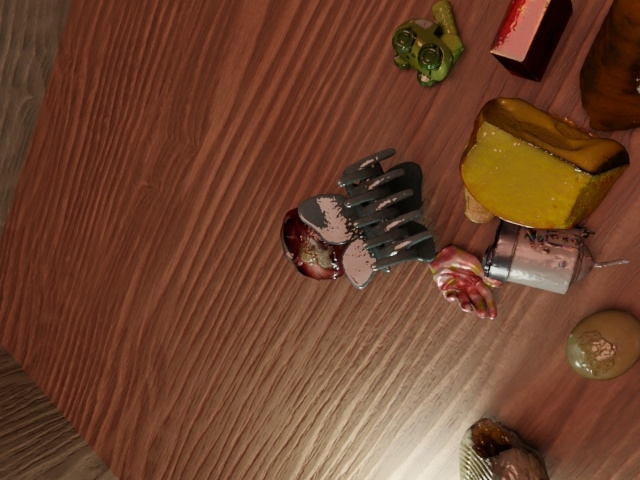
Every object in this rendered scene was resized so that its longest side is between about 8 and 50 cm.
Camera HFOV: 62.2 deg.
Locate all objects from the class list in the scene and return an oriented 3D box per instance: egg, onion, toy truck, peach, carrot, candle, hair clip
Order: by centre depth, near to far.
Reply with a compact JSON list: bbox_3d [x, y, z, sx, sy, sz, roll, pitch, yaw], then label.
[{"bbox_3d":[0.746,-0.430,1.200,0.242,0.340,0.241,-3,62,5],"label":"carrot"},{"bbox_3d":[0.542,-0.179,1.309,0.381,0.306,0.242,23,129,11],"label":"peach"},{"bbox_3d":[0.717,0.263,1.337,0.164,0.164,0.201,45,110,17],"label":"egg"},{"bbox_3d":[0.594,0.041,1.361,0.331,0.187,0.187,13,102,19],"label":"candle"},{"bbox_3d":[0.159,-0.061,1.454,0.393,0.238,0.318,-20,78,-4],"label":"hair clip"},{"bbox_3d":[0.315,-0.548,1.487,0.211,0.148,0.187,-32,77,3],"label":"toy truck"},{"bbox_3d":[0.000,0.000,1.710,0.272,0.195,0.271,34,142,31],"label":"onion"}]

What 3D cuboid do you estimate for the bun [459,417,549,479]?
[{"bbox_3d":[0.515,0.654,1.456,0.205,0.281,0.281,7,101,-7],"label":"bun"}]

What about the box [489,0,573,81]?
[{"bbox_3d":[0.512,-0.508,1.273,0.089,0.313,0.197,27,108,24],"label":"box"}]

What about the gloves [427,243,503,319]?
[{"bbox_3d":[0.417,0.125,1.513,0.145,0.126,0.241,-34,73,-1],"label":"gloves"}]

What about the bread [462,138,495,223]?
[{"bbox_3d":[0.449,-0.170,1.478,0.102,0.094,0.245,-2,95,20],"label":"bread"}]
